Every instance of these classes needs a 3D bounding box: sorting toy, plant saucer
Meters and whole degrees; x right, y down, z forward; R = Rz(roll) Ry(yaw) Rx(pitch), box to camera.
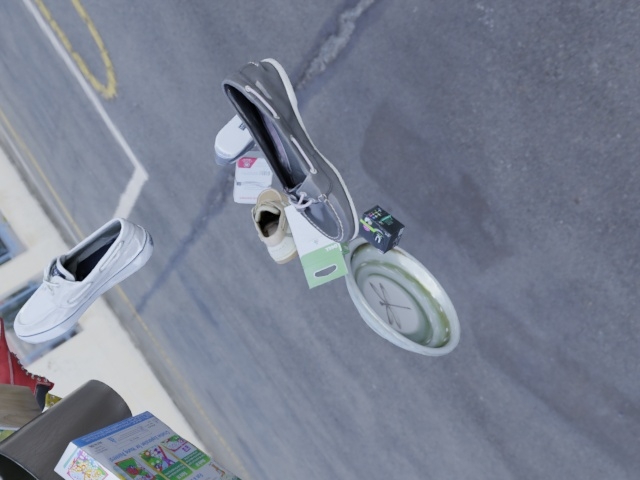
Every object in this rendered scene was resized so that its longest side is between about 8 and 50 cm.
[{"bbox_3d":[-0.644,0.357,1.500,0.274,0.046,0.132,22,-164,-49],"label":"sorting toy"},{"bbox_3d":[0.204,0.169,1.989,0.400,0.400,0.100,49,122,13],"label":"plant saucer"}]

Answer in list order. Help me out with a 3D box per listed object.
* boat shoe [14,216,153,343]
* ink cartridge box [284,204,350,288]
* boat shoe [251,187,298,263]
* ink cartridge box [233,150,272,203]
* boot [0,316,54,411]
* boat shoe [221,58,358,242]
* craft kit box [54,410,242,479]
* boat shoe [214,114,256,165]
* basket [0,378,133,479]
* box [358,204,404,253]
[{"bbox_3d":[-0.379,0.054,1.105,0.095,0.258,0.084,49,180,35],"label":"boat shoe"},{"bbox_3d":[0.000,0.000,1.733,0.062,0.109,0.209,13,-123,-67],"label":"ink cartridge box"},{"bbox_3d":[-0.123,-0.062,1.854,0.098,0.109,0.302,52,-168,-34],"label":"boat shoe"},{"bbox_3d":[-0.205,-0.193,2.213,0.063,0.109,0.150,-114,30,-58],"label":"ink cartridge box"},{"bbox_3d":[-0.730,0.300,1.740,0.088,0.176,0.244,-10,81,44],"label":"boot"},{"bbox_3d":[-0.055,-0.133,1.185,0.112,0.095,0.335,-21,97,55],"label":"boat shoe"},{"bbox_3d":[-0.227,0.364,1.081,0.247,0.061,0.250,30,-177,12],"label":"craft kit box"},{"bbox_3d":[-0.198,-0.325,2.083,0.108,0.301,0.102,36,151,2],"label":"boat shoe"},{"bbox_3d":[-0.493,0.393,1.417,0.204,0.227,0.154,24,134,19],"label":"basket"},{"bbox_3d":[0.130,-0.025,1.574,0.083,0.052,0.062,39,138,24],"label":"box"}]
